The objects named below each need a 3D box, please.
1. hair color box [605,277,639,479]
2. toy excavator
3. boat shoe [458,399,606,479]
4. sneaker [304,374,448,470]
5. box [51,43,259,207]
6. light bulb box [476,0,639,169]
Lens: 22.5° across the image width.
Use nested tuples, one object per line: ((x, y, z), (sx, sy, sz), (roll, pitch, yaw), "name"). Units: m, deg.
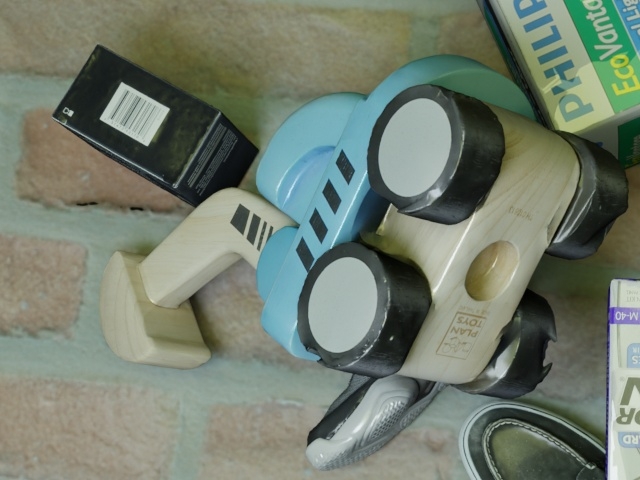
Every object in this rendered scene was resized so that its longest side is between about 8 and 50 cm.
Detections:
((0.336, 0.204, 1.380), (0.185, 0.110, 0.339), (1, 86, 9), "hair color box")
((0.000, 0.000, 1.486), (0.445, 0.222, 0.433), (40, 110, 46), "toy excavator")
((0.265, 0.265, 1.500), (0.335, 0.119, 0.121), (39, 88, 17), "boat shoe")
((0.058, 0.096, 1.595), (0.268, 0.101, 0.153), (-43, 70, -4), "sneaker")
((-0.166, -0.109, 1.652), (0.156, 0.158, 0.093), (30, 86, 16), "box")
((0.328, -0.289, 1.554), (0.361, 0.225, 0.358), (-24, 75, 5), "light bulb box")
